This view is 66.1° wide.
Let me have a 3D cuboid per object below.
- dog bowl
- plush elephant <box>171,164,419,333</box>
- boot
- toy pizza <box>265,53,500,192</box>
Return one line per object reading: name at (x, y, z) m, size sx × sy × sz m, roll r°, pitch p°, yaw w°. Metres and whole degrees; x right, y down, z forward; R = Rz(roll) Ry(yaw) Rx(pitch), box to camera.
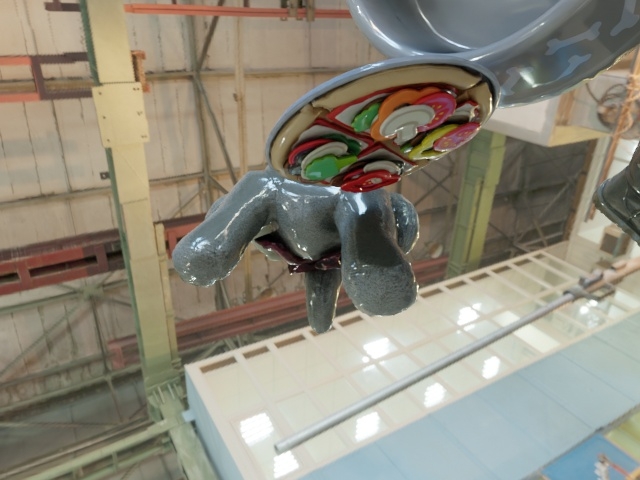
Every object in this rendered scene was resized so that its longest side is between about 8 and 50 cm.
dog bowl at (0.156, -0.301, 0.438) m, size 0.102 × 0.348 × 0.349 m, roll -7°, pitch -62°, yaw -44°
plush elephant at (0.000, 0.000, 0.672) m, size 0.271 × 0.330 × 0.255 m, roll 1°, pitch -40°, yaw 12°
boot at (0.400, -0.050, 0.511) m, size 0.076 × 0.189 × 0.208 m, roll -48°, pitch -16°, yaw -17°
toy pizza at (0.054, -0.083, 0.418) m, size 0.201 × 0.201 × 0.032 m, roll -2°, pitch -109°, yaw -34°
